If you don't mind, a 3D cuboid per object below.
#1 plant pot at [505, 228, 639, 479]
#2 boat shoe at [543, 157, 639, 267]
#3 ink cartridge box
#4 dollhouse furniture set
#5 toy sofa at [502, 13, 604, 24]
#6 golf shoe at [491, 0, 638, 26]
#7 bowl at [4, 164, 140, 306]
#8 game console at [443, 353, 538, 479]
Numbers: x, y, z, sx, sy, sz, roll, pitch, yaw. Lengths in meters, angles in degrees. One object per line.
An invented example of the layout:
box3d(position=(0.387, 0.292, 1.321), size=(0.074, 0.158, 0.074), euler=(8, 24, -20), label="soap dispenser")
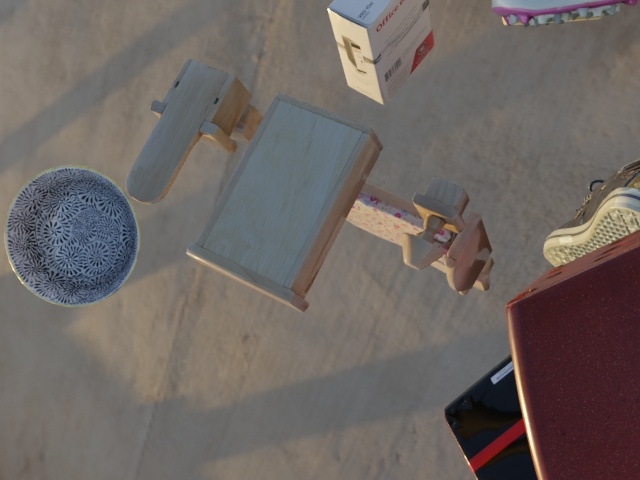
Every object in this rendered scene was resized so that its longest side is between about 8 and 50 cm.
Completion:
box3d(position=(0.307, 0.109, 0.802), size=(0.267, 0.267, 0.235), euler=(-29, 86, 25), label="plant pot")
box3d(position=(0.533, -0.018, 1.631), size=(0.187, 0.500, 0.156), euler=(36, 76, 8), label="boat shoe")
box3d(position=(0.067, -0.227, 0.985), size=(0.056, 0.135, 0.099), euler=(32, 73, 24), label="ink cartridge box")
box3d(position=(0.000, 0.000, 0.985), size=(0.303, 0.355, 0.173), euler=(25, 82, 22), label="dollhouse furniture set")
box3d(position=(0.337, -0.375, 1.063), size=(0.362, 0.150, 0.177), euler=(177, 86, -77), label="toy sofa")
box3d(position=(0.272, -0.254, 0.693), size=(0.115, 0.306, 0.140), euler=(-131, 28, -80), label="golf shoe")
box3d(position=(-0.291, -0.007, 1.136), size=(0.170, 0.080, 0.170), euler=(1, 94, 8), label="bowl")
box3d(position=(0.452, 0.359, 1.833), size=(0.386, 0.060, 0.342), euler=(-43, 40, 16), label="game console")
